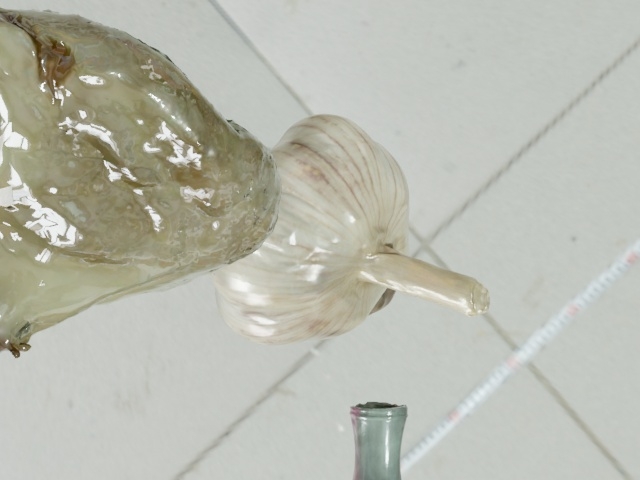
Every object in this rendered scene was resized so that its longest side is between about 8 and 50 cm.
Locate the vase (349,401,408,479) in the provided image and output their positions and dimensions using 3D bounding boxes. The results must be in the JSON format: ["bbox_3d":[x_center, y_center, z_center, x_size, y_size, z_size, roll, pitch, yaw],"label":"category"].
[{"bbox_3d":[0.054,0.266,1.362,0.086,0.086,0.214,1,89,-18],"label":"vase"}]

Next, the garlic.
[{"bbox_3d":[0.034,0.021,1.135,0.199,0.226,0.199,-41,147,-35],"label":"garlic"}]

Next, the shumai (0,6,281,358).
[{"bbox_3d":[-0.120,-0.017,0.568,0.201,0.201,0.120,30,75,-23],"label":"shumai"}]

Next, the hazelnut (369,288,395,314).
[{"bbox_3d":[0.007,0.002,1.612,0.210,0.186,0.210,2,106,7],"label":"hazelnut"}]
